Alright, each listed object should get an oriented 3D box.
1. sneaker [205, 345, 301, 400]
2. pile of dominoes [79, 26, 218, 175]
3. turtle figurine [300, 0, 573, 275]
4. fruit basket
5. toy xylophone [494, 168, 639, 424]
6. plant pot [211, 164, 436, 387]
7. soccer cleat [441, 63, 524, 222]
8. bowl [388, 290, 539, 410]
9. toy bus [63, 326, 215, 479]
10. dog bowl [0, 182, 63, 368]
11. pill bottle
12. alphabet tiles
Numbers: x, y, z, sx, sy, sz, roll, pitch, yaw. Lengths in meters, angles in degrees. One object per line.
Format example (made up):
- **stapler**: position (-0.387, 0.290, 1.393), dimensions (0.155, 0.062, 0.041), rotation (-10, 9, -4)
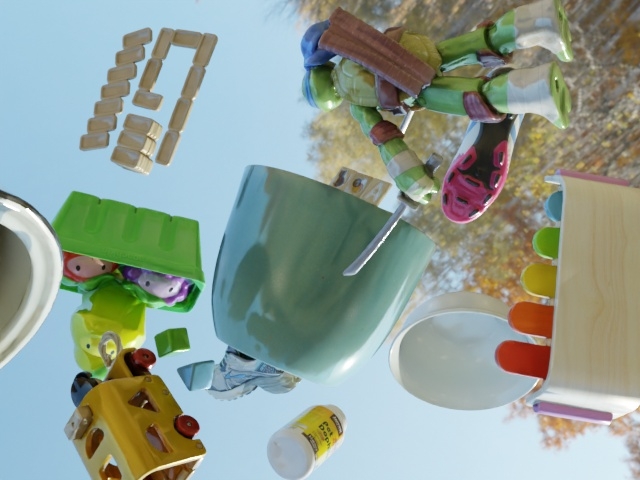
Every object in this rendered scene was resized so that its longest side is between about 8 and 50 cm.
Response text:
- **sneaker**: position (-0.159, 0.248, 1.443), dimensions (0.122, 0.283, 0.110), rotation (55, -140, -21)
- **pile of dominoes**: position (-0.287, -0.239, 1.174), dimensions (0.195, 0.251, 0.040), rotation (17, 173, 25)
- **turtle figurine**: position (0.130, -0.134, 0.735), dimensions (0.198, 0.266, 0.275), rotation (-45, -58, -52)
- **fruit basket**: position (-0.458, 0.119, 1.550), dimensions (0.391, 0.283, 0.392), rotation (8, -116, -17)
- **toy xylophone**: position (0.358, 0.069, 0.849), dimensions (0.236, 0.081, 0.323), rotation (17, -102, 0)
- **plant pot**: position (-0.018, 0.063, 0.970), dimensions (0.292, 0.235, 0.293), rotation (23, 175, 2)
- **soccer cleat**: position (0.344, -0.193, 1.409), dimensions (0.116, 0.331, 0.143), rotation (23, -159, 15)
- **bowl**: position (0.288, 0.199, 1.387), dimensions (0.297, 0.298, 0.134), rotation (32, -141, -15)
- **toy bus**: position (-0.216, 0.193, 0.740), dimensions (0.104, 0.202, 0.191), rotation (5, -100, -52)
- **dog bowl**: position (-0.504, 0.050, 0.751), dimensions (0.407, 0.408, 0.150), rotation (-10, -129, -50)
- **pill bottle**: position (-0.022, 0.446, 1.567), dimensions (0.117, 0.117, 0.215), rotation (50, -154, 12)
- **alphabet tiles**: position (0.000, 0.000, 1.442), dimensions (0.011, 0.343, 0.285), rotation (41, 171, -38)
